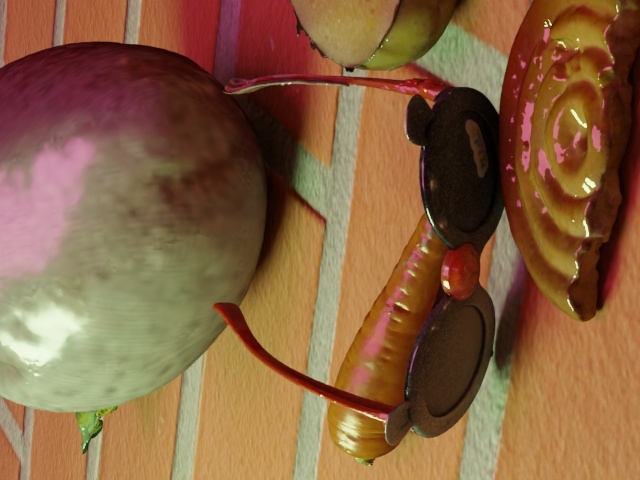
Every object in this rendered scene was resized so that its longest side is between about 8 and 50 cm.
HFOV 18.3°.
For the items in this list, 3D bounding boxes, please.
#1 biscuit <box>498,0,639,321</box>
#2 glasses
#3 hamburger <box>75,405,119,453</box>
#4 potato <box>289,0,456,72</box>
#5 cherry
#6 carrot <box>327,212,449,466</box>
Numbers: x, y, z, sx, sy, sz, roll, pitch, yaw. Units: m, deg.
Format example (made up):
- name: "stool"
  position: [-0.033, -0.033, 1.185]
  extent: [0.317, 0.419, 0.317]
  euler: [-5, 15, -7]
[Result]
- name: "biscuit"
  position: [0.147, -0.076, 1.211]
  extent: [0.144, 0.033, 0.224]
  euler: [-134, 49, -58]
- name: "glasses"
  position: [0.000, 0.000, 1.347]
  extent: [0.268, 0.118, 0.234]
  euler: [11, 105, 39]
- name: "hamburger"
  position: [-0.238, 0.094, 2.023]
  extent: [0.214, 0.125, 0.235]
  euler: [-132, 59, -72]
- name: "potato"
  position: [0.042, -0.209, 1.405]
  extent: [0.164, 0.081, 0.200]
  euler: [-59, 40, 39]
- name: "cherry"
  position: [-0.195, -0.011, 1.713]
  extent: [0.335, 0.291, 0.326]
  euler: [8, 81, 53]
- name: "carrot"
  position: [0.055, 0.058, 1.410]
  extent: [0.061, 0.061, 0.257]
  euler: [-120, 38, -50]
